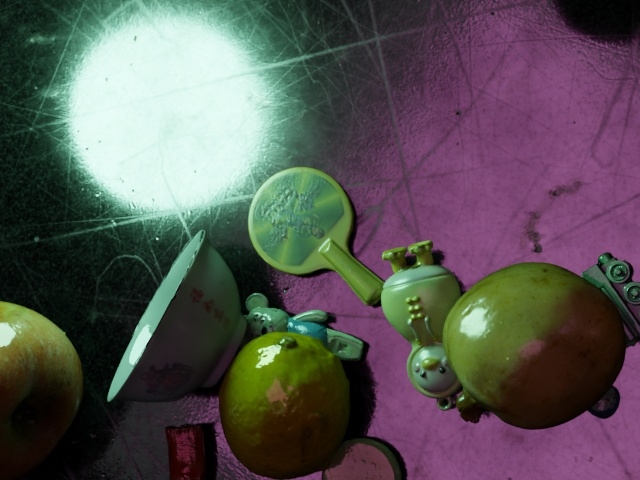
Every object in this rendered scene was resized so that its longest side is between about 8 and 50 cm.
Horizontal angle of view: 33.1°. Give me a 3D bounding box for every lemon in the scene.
[{"bbox_3d":[-0.062,0.288,1.859,0.233,0.233,0.288,5,118,14],"label":"lemon"}]

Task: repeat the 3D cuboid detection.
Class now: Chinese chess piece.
[{"bbox_3d":[0.073,0.422,1.906,0.144,0.058,0.144,-2,81,15],"label":"Chinese chess piece"}]

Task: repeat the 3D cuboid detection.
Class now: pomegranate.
[{"bbox_3d":[0.349,0.164,1.747,0.307,0.307,0.307,-2,82,14],"label":"pomegranate"}]

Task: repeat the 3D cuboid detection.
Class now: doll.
[{"bbox_3d":[0.470,0.262,1.833,0.083,0.050,0.076,31,78,16],"label":"doll"},{"bbox_3d":[0.187,0.151,1.881,0.141,0.117,0.296,-15,79,14],"label":"doll"}]

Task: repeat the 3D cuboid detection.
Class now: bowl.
[{"bbox_3d":[-0.231,0.166,1.915,0.157,0.345,0.345,30,91,-10],"label":"bowl"}]

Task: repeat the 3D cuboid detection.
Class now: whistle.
[{"bbox_3d":[-0.038,0.174,1.956,0.235,0.077,0.114,14,95,13],"label":"whistle"}]

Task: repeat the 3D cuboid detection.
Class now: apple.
[{"bbox_3d":[-0.615,0.266,1.968,0.305,0.338,0.338,26,90,35],"label":"apple"}]

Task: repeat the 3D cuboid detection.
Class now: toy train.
[{"bbox_3d":[0.510,0.107,1.836,0.111,0.071,0.170,-36,77,16],"label":"toy train"}]

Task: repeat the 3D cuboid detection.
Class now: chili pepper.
[{"bbox_3d":[-0.248,0.401,1.982,0.070,0.073,0.123,-19,72,54],"label":"chili pepper"}]

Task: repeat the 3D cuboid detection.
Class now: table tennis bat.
[{"bbox_3d":[0.000,0.000,1.988,0.198,0.050,0.321,-46,71,2],"label":"table tennis bat"}]
